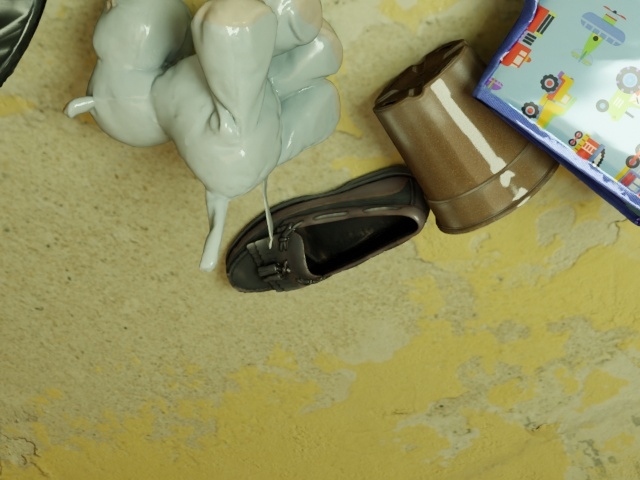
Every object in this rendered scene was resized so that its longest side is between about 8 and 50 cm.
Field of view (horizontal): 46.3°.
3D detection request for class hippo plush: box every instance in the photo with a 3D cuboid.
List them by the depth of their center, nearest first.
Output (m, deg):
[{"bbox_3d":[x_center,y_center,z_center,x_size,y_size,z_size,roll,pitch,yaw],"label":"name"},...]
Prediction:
[{"bbox_3d":[-0.127,-0.163,0.826,0.237,0.234,0.294,20,113,26],"label":"hippo plush"}]

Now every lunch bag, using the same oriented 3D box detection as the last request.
[{"bbox_3d":[0.308,-0.165,0.734,0.293,0.138,0.221,34,99,-12],"label":"lunch bag"}]

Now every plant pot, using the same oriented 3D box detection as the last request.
[{"bbox_3d":[0.156,-0.123,0.839,0.167,0.167,0.165,-31,109,22],"label":"plant pot"}]

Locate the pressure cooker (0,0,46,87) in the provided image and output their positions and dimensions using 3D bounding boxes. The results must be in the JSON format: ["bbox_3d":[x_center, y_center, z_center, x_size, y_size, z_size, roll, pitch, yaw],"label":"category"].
[{"bbox_3d":[-0.437,-0.270,0.618,0.370,0.420,0.375,-46,126,-6],"label":"pressure cooker"}]

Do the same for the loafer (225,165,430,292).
[{"bbox_3d":[0.000,0.000,0.961,0.303,0.095,0.109,-25,120,19],"label":"loafer"}]
